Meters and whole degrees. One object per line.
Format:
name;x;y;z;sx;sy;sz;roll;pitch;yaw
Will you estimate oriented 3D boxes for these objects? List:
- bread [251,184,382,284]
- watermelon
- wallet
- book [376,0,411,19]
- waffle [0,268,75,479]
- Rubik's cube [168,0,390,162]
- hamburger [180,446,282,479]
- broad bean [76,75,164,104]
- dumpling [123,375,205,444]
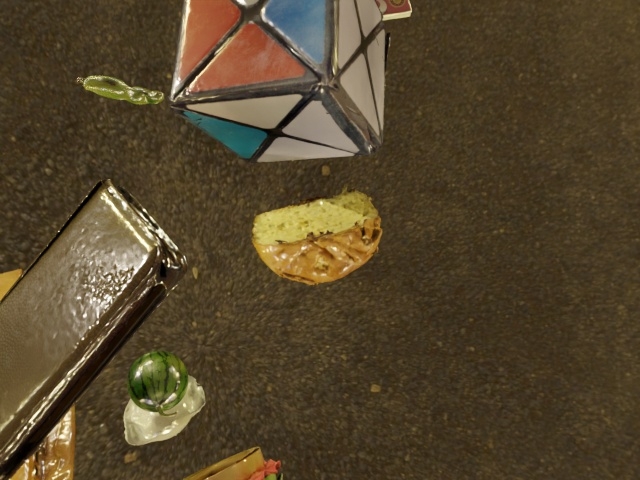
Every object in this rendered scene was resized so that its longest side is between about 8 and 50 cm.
bread;-0.004;0.003;1.200;0.260;0.160;0.147;-17;124;-4
watermelon;-0.265;0.234;0.936;0.109;0.109;0.109;2;79;-11
wallet;-0.181;0.059;0.388;0.198;0.031;0.110;-49;55;0
book;0.095;-0.569;1.246;0.162;0.022;0.232;-9;70;-1
waffle;-0.392;0.226;0.771;0.098;0.224;0.328;-1;121;-33
Rubik's cube;-0.059;-0.329;1.062;0.306;0.310;0.305;-3;77;23
hamburger;-0.113;0.347;0.710;0.175;0.175;0.137;-22;77;-14
broad bean;-0.511;-0.384;1.473;0.213;0.070;0.048;6;79;-20
dumpling;-0.382;0.394;1.376;0.181;0.111;0.155;-9;57;-44
